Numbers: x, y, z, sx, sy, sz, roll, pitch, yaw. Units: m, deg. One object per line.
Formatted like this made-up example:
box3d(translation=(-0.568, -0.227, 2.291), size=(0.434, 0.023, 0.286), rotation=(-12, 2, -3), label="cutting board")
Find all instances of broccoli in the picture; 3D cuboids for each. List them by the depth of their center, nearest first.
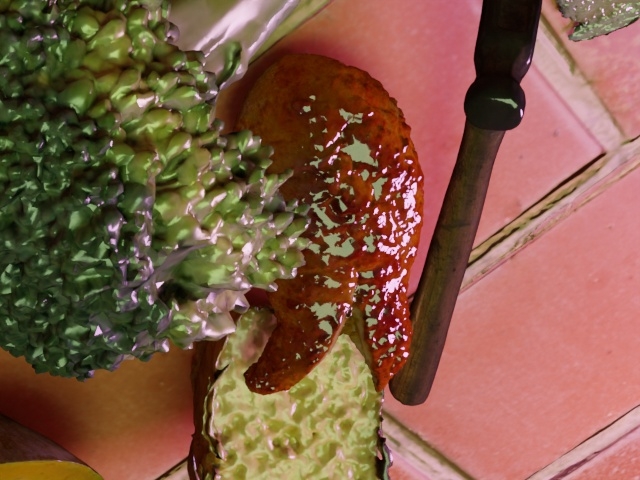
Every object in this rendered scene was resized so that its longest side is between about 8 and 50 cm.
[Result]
box3d(translation=(-0.117, -0.039, 0.831), size=(0.302, 0.249, 0.375), rotation=(-25, 151, -8), label="broccoli")

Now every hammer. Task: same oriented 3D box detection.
box3d(translation=(0.101, -0.009, 1.055), size=(0.044, 0.168, 0.439), rotation=(14, 139, 3), label="hammer")

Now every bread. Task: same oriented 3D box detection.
box3d(translation=(0.008, -0.004, 0.994), size=(0.139, 0.095, 0.268), rotation=(-4, 105, -5), label="bread")
box3d(translation=(-0.035, 0.166, 1.134), size=(0.160, 0.147, 0.260), rotation=(-6, 100, -13), label="bread")

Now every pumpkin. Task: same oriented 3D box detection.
box3d(translation=(-0.289, 0.197, 1.110), size=(0.217, 0.110, 0.217), rotation=(-18, 146, -13), label="pumpkin")

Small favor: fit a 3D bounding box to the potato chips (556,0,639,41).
box3d(translation=(0.225, -0.227, 0.970), size=(0.142, 0.026, 0.209), rotation=(-11, 136, -16), label="potato chips")
